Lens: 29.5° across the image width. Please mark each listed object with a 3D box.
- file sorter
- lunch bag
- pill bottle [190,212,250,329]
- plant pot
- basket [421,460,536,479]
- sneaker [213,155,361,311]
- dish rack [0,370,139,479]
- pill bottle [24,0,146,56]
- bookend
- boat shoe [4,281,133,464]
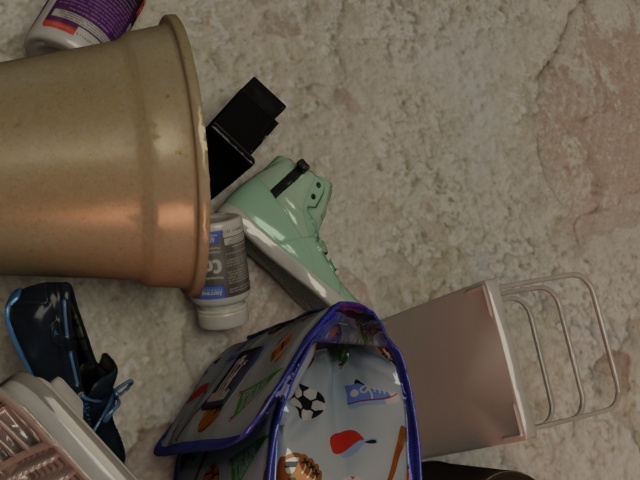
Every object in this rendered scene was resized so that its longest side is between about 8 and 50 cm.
[{"bbox_3d":[0.222,0.164,1.577,0.173,0.277,0.193,-7,79,-31],"label":"file sorter"},{"bbox_3d":[-0.042,0.279,1.391,0.239,0.328,0.385,10,73,-25],"label":"lunch bag"},{"bbox_3d":[-0.130,0.039,1.535,0.078,0.078,0.137,-13,104,-27],"label":"pill bottle"},{"bbox_3d":[-0.307,-0.084,1.394,0.305,0.334,0.334,-6,78,-15],"label":"plant pot"},{"bbox_3d":[0.183,0.360,1.528,0.154,0.227,0.204,43,62,-9],"label":"basket"},{"bbox_3d":[0.000,0.000,1.612,0.256,0.094,0.151,44,69,-6],"label":"sneaker"},{"bbox_3d":[-0.255,0.276,1.316,0.333,0.285,0.072,50,56,-6],"label":"dish rack"},{"bbox_3d":[-0.288,-0.301,1.557,0.108,0.108,0.193,31,66,-15],"label":"pill bottle"},{"bbox_3d":[-0.097,-0.149,1.577,0.072,0.156,0.157,43,62,-9],"label":"bookend"},{"bbox_3d":[-0.271,0.165,1.387,0.089,0.109,0.258,-19,122,4],"label":"boat shoe"}]
